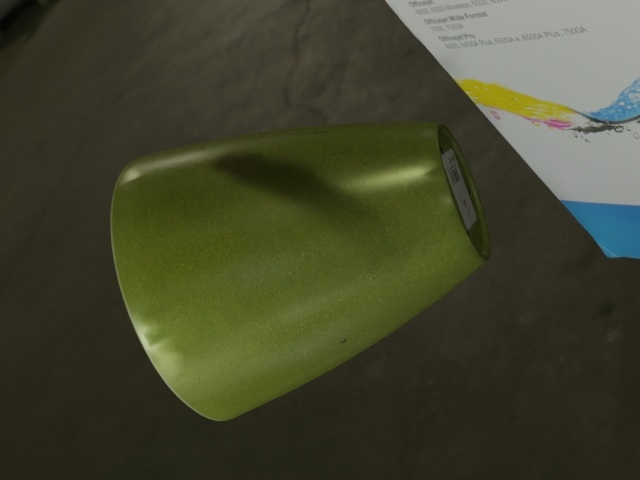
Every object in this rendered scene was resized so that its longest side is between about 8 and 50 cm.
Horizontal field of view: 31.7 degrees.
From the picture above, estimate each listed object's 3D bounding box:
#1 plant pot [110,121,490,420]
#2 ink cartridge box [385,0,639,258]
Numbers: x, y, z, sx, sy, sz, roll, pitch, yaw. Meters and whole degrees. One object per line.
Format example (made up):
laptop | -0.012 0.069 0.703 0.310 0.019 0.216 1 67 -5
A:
plant pot | 0.000 0.000 1.072 0.293 0.275 0.275 -19 36 19
ink cartridge box | 0.168 -0.123 0.519 0.171 0.232 0.168 -54 26 -15
